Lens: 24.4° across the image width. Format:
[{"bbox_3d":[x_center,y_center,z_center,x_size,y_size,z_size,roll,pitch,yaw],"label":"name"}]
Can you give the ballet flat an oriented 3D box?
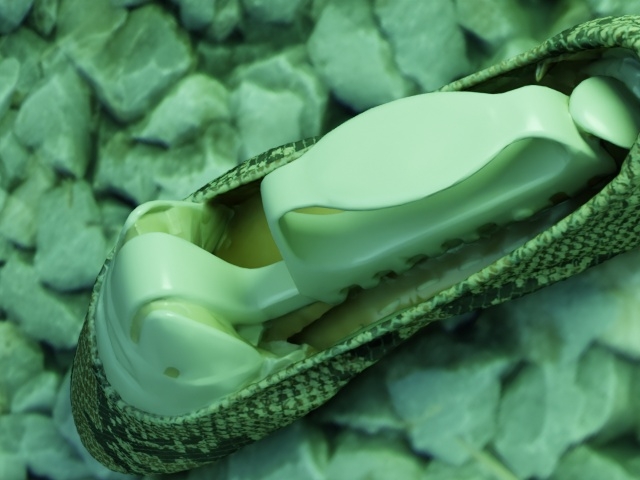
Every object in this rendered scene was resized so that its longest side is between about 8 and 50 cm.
[{"bbox_3d":[0.000,0.000,0.841,0.483,0.182,0.164,-27,71,23],"label":"ballet flat"}]
